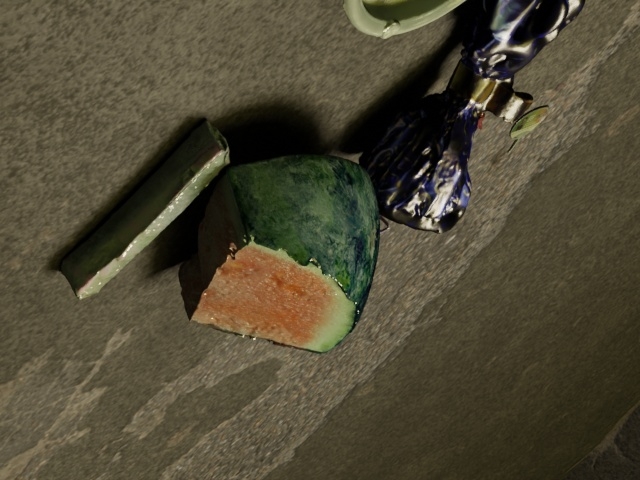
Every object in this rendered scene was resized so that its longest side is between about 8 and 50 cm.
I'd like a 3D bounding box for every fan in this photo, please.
[{"bbox_3d":[0.241,-0.133,2.322,0.080,0.003,0.060,-46,158,19],"label":"fan"}]

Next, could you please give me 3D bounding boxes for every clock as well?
[{"bbox_3d":[0.104,-0.280,1.697,0.236,0.053,0.236,-35,158,-16],"label":"clock"}]

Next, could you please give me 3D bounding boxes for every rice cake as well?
[{"bbox_3d":[-0.163,-0.025,1.796,0.211,0.043,0.034,-44,152,14],"label":"rice cake"}]

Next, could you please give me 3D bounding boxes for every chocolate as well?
[{"bbox_3d":[0.166,-0.170,1.976,0.148,0.126,0.343,14,121,-32],"label":"chocolate"}]

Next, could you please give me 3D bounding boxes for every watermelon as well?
[{"bbox_3d":[-0.045,0.025,1.915,0.226,0.148,0.318,-18,165,12],"label":"watermelon"}]

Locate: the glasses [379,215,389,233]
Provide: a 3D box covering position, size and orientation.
[{"bbox_3d":[0.000,0.000,2.105,0.140,0.062,0.104,-45,158,12],"label":"glasses"}]

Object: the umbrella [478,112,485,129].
[{"bbox_3d":[0.149,-0.091,2.224,0.027,0.025,0.165,-1,139,-33],"label":"umbrella"}]
